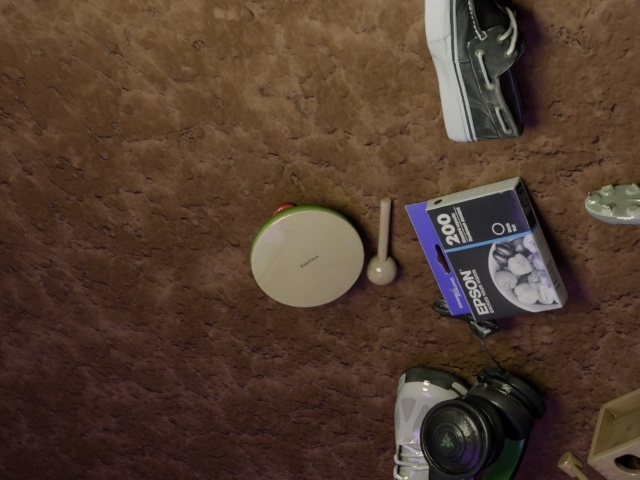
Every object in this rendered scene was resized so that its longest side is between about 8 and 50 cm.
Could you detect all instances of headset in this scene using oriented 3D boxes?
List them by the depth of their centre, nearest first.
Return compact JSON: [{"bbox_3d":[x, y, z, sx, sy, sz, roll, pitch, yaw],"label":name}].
[{"bbox_3d":[0.254,0.286,1.976,0.185,0.243,0.394,24,127,35],"label":"headset"}]

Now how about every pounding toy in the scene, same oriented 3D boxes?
[{"bbox_3d":[0.000,0.000,1.915,0.237,0.110,0.183,-9,121,-3],"label":"pounding toy"},{"bbox_3d":[0.494,0.357,1.931,0.094,0.181,0.206,39,138,-13],"label":"pounding toy"}]

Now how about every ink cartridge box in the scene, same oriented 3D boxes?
[{"bbox_3d":[0.245,0.023,1.789,0.208,0.045,0.206,-14,109,36],"label":"ink cartridge box"}]

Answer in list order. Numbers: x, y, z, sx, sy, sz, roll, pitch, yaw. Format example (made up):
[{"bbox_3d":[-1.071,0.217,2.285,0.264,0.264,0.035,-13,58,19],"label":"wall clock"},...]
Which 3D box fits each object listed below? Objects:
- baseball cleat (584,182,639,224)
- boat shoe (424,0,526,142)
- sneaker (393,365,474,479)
[{"bbox_3d":[0.476,-0.027,1.637,0.206,0.072,0.109,3,140,31],"label":"baseball cleat"},{"bbox_3d":[0.209,-0.262,1.524,0.119,0.121,0.335,1,144,17],"label":"boat shoe"},{"bbox_3d":[0.192,0.448,2.127,0.169,0.257,0.447,10,136,20],"label":"sneaker"}]
